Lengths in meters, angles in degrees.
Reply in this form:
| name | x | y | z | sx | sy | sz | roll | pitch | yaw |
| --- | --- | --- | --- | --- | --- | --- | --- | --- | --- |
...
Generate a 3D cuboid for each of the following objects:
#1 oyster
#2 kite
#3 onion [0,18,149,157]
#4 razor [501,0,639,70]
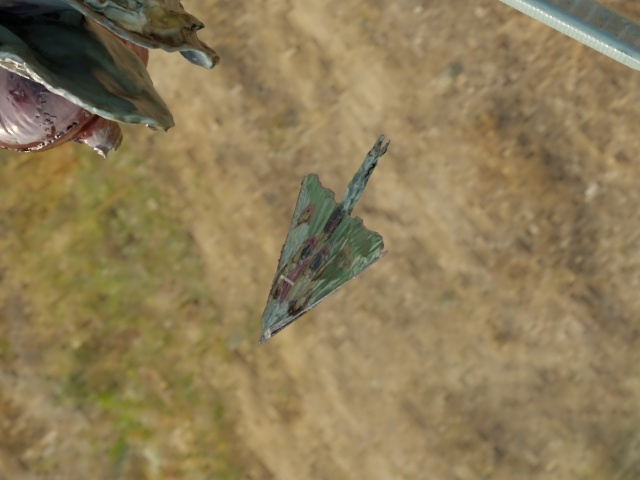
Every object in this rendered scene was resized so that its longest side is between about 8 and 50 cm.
| name | x | y | z | sx | sy | sz | roll | pitch | yaw |
| --- | --- | --- | --- | --- | --- | --- | --- | --- | --- |
| oyster | -0.195 | -0.191 | 1.240 | 0.351 | 0.158 | 0.162 | 53 | -176 | 36 |
| kite | 0.000 | 0.000 | 2.114 | 0.013 | 0.268 | 0.323 | 30 | -172 | -22 |
| onion | -0.323 | -0.199 | 2.427 | 0.252 | 0.252 | 0.219 | -8 | 121 | 46 |
| razor | 0.186 | -0.160 | 1.409 | 0.278 | 0.111 | 0.056 | 30 | 163 | 0 |
